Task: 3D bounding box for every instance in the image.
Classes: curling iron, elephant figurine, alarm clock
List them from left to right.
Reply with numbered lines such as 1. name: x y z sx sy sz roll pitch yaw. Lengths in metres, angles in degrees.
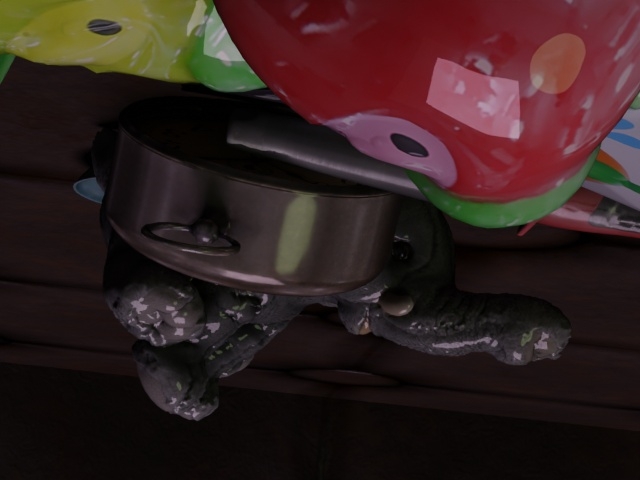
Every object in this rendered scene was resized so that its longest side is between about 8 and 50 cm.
1. alarm clock: -0.034 -0.015 0.789 0.129 0.064 0.192 16 -166 10
2. elephant figurine: 0.000 0.000 1.076 0.239 0.186 0.169 -22 -159 8
3. curling iron: 0.096 -0.018 0.754 0.274 0.035 0.068 8 -177 -3

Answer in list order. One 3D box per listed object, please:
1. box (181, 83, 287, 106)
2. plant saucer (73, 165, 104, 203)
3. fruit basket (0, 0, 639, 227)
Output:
1. box: 0.051 -0.073 0.754 0.183 0.056 0.231 10 -177 -15
2. plant saucer: -0.107 -0.038 1.233 0.119 0.021 0.119 6 168 1
3. fruit basket: -0.025 -0.080 0.423 0.353 0.165 0.327 30 172 7
